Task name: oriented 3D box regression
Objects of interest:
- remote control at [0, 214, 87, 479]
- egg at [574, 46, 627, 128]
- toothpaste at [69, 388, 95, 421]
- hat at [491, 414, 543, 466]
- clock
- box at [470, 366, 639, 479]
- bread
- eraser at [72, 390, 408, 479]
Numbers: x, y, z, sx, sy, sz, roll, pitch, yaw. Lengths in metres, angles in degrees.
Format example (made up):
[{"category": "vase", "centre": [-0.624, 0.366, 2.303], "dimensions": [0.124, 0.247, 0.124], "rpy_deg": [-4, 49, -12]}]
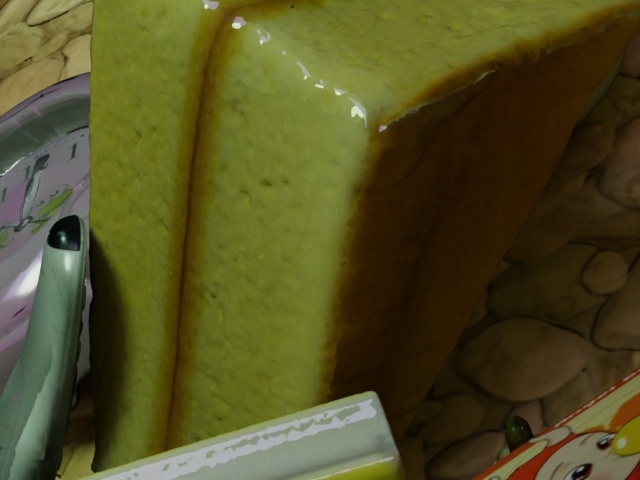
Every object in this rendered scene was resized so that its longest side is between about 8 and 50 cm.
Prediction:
[{"category": "remote control", "centre": [-0.177, 0.101, 1.202], "dimensions": [0.097, 0.045, 0.256], "rpy_deg": [-115, 37, -61]}, {"category": "egg", "centre": [0.083, -0.128, 1.290], "dimensions": [0.241, 0.186, 0.186], "rpy_deg": [-12, 43, 11]}, {"category": "toothpaste", "centre": [-0.149, 0.099, 1.356], "dimensions": [0.194, 0.043, 0.067], "rpy_deg": [-12, 45, 36]}, {"category": "hat", "centre": [0.125, 0.139, 1.084], "dimensions": [0.076, 0.059, 0.077], "rpy_deg": [-19, 45, 28]}, {"category": "clock", "centre": [-0.203, -0.006, 1.413], "dimensions": [0.295, 0.113, 0.322], "rpy_deg": [-30, 29, 19]}, {"category": "box", "centre": [0.202, 0.178, 0.819], "dimensions": [0.283, 0.214, 0.259], "rpy_deg": [-35, 22, 3]}, {"category": "bread", "centre": [0.000, 0.000, 1.170], "dimensions": [0.233, 0.362, 0.245], "rpy_deg": [33, 40, 33]}, {"category": "eraser", "centre": [-0.048, 0.182, 1.048], "dimensions": [0.226, 0.158, 0.069], "rpy_deg": [-17, 35, -1]}]
